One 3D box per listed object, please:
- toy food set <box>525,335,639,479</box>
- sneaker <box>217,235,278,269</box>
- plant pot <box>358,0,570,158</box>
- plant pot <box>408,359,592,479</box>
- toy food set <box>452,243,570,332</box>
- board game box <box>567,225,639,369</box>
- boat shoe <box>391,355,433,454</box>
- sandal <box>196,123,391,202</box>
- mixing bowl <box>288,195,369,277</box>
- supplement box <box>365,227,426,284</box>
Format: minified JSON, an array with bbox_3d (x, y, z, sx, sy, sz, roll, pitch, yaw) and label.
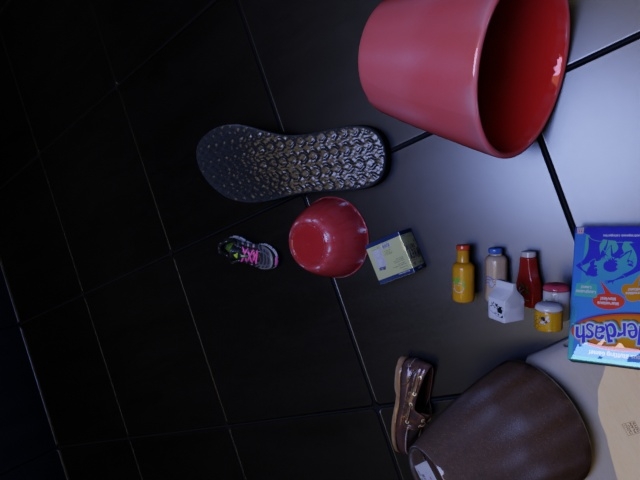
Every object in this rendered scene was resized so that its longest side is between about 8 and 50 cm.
[{"bbox_3d":[0.497,0.283,0.825,0.219,0.092,0.306,-36,69,34],"label":"toy food set"},{"bbox_3d":[-0.179,0.033,1.246,0.170,0.074,0.063,20,109,31],"label":"sneaker"},{"bbox_3d":[0.210,-0.282,0.816,0.243,0.274,0.275,23,112,41],"label":"plant pot"},{"bbox_3d":[0.267,0.339,0.848,0.215,0.230,0.215,50,150,44],"label":"plant pot"},{"bbox_3d":[0.321,0.068,0.868,0.232,0.111,0.105,-161,66,-69],"label":"toy food set"},{"bbox_3d":[0.461,0.084,0.775,0.160,0.047,0.210,0,73,35],"label":"board game box"},{"bbox_3d":[0.187,0.338,1.049,0.073,0.073,0.207,8,103,36],"label":"boat shoe"},{"bbox_3d":[-0.062,-0.165,1.126,0.445,0.107,0.168,5,100,21],"label":"sandal"},{"bbox_3d":[0.000,0.000,1.102,0.181,0.098,0.182,6,101,34],"label":"mixing bowl"},{"bbox_3d":[0.148,0.031,1.029,0.083,0.056,0.083,-25,84,36],"label":"supplement box"}]
